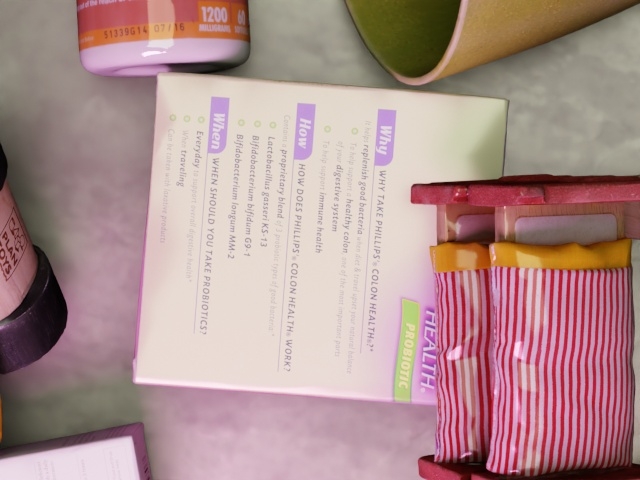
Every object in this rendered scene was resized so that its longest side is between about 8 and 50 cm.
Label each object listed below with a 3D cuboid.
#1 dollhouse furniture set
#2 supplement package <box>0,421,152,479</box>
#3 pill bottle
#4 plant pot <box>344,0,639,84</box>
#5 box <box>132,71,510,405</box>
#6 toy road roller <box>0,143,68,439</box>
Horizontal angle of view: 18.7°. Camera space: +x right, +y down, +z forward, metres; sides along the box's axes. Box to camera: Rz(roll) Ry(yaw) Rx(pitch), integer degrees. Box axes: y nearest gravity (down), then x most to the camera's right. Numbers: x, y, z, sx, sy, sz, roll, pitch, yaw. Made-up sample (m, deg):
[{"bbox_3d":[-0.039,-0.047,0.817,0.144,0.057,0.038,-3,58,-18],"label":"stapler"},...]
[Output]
[{"bbox_3d":[0.250,0.048,1.285,0.374,0.152,0.201,-5,94,-25],"label":"dollhouse furniture set"},{"bbox_3d":[-0.206,0.197,1.364,0.179,0.105,0.105,-10,91,-1],"label":"supplement package"},{"bbox_3d":[-0.114,-0.227,1.358,0.121,0.121,0.216,-3,91,-1],"label":"pill bottle"},{"bbox_3d":[0.177,-0.264,1.315,0.293,0.275,0.275,-11,90,-18],"label":"plant pot"},{"bbox_3d":[0.000,0.000,1.363,0.243,0.117,0.214,4,90,0],"label":"box"},{"bbox_3d":[-0.334,0.059,1.278,0.240,0.202,0.330,5,48,20],"label":"toy road roller"}]
